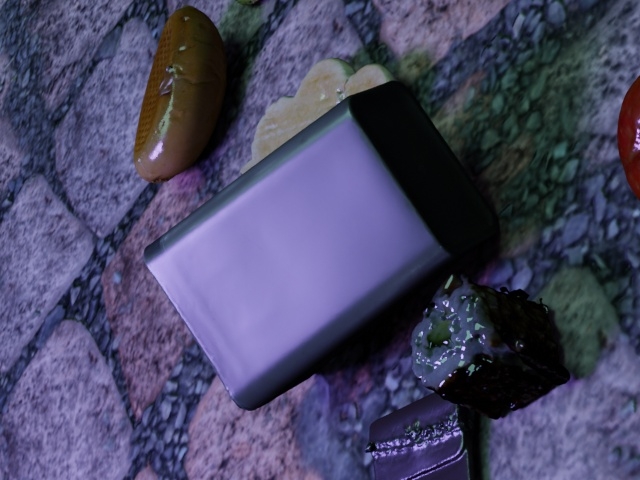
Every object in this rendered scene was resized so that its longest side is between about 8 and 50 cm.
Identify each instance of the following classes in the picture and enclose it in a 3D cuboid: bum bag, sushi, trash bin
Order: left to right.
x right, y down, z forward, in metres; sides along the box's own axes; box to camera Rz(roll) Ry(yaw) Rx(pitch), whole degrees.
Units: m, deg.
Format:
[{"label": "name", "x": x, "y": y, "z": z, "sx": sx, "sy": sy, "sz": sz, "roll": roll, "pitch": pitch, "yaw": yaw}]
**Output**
[{"label": "trash bin", "x": 0.000, "y": 0.000, "z": 1.435, "sx": 0.240, "sy": 0.122, "sz": 0.164, "roll": -39, "pitch": 83, "yaw": 32}, {"label": "bum bag", "x": 0.077, "y": 0.193, "z": 1.343, "sx": 0.109, "sy": 0.026, "sz": 0.159, "roll": -32, "pitch": 46, "yaw": 40}, {"label": "sushi", "x": 0.121, "y": 0.081, "z": 1.300, "sx": 0.094, "sy": 0.084, "sz": 0.098, "roll": -49, "pitch": 33, "yaw": 28}]

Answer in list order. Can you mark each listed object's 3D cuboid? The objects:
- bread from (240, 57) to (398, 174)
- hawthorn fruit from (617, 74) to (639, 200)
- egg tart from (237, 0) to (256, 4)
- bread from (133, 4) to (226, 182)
[{"label": "bread", "x": 0.010, "y": -0.075, "z": 1.593, "sx": 0.251, "sy": 0.039, "sz": 0.181, "roll": 14, "pitch": 81, "yaw": 57}, {"label": "hawthorn fruit", "x": 0.253, "y": -0.068, "z": 1.179, "sx": 0.128, "sy": 0.128, "sz": 0.128, "roll": -32, "pitch": 46, "yaw": 41}, {"label": "egg tart", "x": -0.067, "y": -0.308, "z": 1.839, "sx": 0.129, "sy": 0.049, "sz": 0.128, "roll": -32, "pitch": 48, "yaw": 43}, {"label": "bread", "x": -0.140, "y": -0.146, "z": 1.818, "sx": 0.114, "sy": 0.077, "sz": 0.189, "roll": 156, "pitch": 131, "yaw": -72}]
